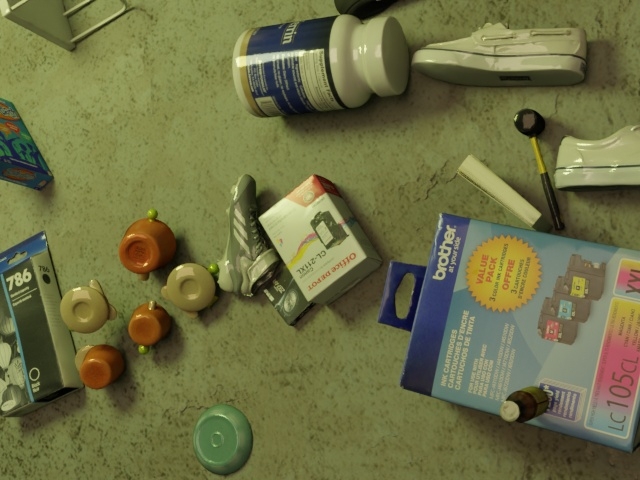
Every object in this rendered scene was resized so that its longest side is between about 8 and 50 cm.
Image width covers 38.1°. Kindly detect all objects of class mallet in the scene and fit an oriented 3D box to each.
[{"bbox_3d":[0.340,-0.109,1.408,0.039,0.062,0.190,-17,90,25],"label":"mallet"}]

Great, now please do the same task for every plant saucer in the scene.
[{"bbox_3d":[-0.173,0.340,1.581,0.119,0.021,0.119,-4,81,24],"label":"plant saucer"}]

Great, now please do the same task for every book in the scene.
[{"bbox_3d":[0.280,-0.065,1.391,0.144,0.096,0.035,42,99,25],"label":"book"}]

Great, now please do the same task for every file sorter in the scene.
[{"bbox_3d":[-0.515,-0.552,1.789,0.173,0.193,0.278,-26,72,17],"label":"file sorter"}]

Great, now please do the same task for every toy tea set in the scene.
[{"bbox_3d":[-0.339,0.110,1.667,0.336,0.124,0.200,-43,97,10],"label":"toy tea set"}]

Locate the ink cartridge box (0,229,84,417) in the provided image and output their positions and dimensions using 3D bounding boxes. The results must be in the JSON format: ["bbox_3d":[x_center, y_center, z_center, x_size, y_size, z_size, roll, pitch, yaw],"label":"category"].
[{"bbox_3d":[-0.571,0.154,1.776,0.165,0.065,0.333,-27,71,20],"label":"ink cartridge box"}]

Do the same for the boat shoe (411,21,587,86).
[{"bbox_3d":[0.275,-0.294,1.431,0.267,0.096,0.088,4,80,25],"label":"boat shoe"}]

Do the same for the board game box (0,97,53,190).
[{"bbox_3d":[-0.629,-0.204,1.804,0.047,0.160,0.210,-40,68,14],"label":"board game box"}]

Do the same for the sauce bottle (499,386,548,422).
[{"bbox_3d":[0.257,0.210,1.180,0.042,0.128,0.042,-3,83,27],"label":"sauce bottle"}]

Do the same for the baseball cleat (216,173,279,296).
[{"bbox_3d":[-0.114,-0.007,1.590,0.109,0.072,0.206,12,96,19],"label":"baseball cleat"}]

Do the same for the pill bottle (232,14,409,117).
[{"bbox_3d":[0.002,-0.288,1.525,0.264,0.153,0.153,-2,81,24],"label":"pill bottle"}]

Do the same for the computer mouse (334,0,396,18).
[{"bbox_3d":[0.126,-0.490,1.548,0.261,0.060,0.184,-14,77,22],"label":"computer mouse"}]

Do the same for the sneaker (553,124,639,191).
[{"bbox_3d":[0.459,-0.120,1.315,0.258,0.094,0.091,0,86,26],"label":"sneaker"}]

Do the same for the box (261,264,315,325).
[{"bbox_3d":[-0.052,0.092,1.564,0.067,0.018,0.083,-44,67,13],"label":"box"}]

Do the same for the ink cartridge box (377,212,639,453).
[{"bbox_3d":[0.285,0.119,1.333,0.395,0.151,0.270,12,87,28],"label":"ink cartridge box"}]

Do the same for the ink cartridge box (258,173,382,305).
[{"bbox_3d":[0.000,0.000,1.524,0.127,0.072,0.175,-38,68,15],"label":"ink cartridge box"}]
